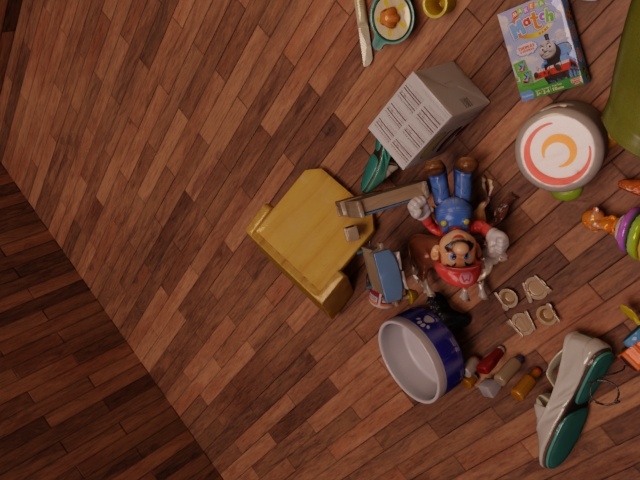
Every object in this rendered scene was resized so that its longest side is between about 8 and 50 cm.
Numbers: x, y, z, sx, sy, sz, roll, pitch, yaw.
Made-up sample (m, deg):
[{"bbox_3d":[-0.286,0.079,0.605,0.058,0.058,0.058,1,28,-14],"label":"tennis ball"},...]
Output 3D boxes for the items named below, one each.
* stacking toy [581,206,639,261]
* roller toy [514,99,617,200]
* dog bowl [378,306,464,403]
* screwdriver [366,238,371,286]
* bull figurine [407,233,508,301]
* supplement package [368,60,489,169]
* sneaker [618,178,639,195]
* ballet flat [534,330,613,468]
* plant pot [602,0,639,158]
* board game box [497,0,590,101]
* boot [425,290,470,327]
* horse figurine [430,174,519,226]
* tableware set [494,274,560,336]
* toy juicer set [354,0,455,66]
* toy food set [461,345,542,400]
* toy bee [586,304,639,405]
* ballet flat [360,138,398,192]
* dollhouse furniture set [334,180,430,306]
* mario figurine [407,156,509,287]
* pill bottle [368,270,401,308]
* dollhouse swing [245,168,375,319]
[{"bbox_3d":[0.712,-0.010,1.532,0.301,0.165,0.175,25,136,46],"label":"stacking toy"},{"bbox_3d":[0.547,-0.217,1.571,0.191,0.146,0.209,37,124,12],"label":"roller toy"},{"bbox_3d":[0.288,0.329,2.020,0.265,0.104,0.265,42,146,38],"label":"dog bowl"},{"bbox_3d":[0.150,0.070,2.144,0.025,0.024,0.170,-151,55,-65],"label":"screwdriver"},{"bbox_3d":[0.371,0.062,1.875,0.310,0.101,0.189,7,101,42],"label":"bull figurine"},{"bbox_3d":[0.269,-0.312,1.741,0.149,0.194,0.203,52,134,12],"label":"supplement package"},{"bbox_3d":[0.739,-0.119,1.516,0.175,0.064,0.067,11,96,33],"label":"sneaker"},{"bbox_3d":[0.629,0.403,1.806,0.139,0.139,0.400,28,121,30],"label":"ballet flat"},{"bbox_3d":[0.700,-0.328,1.275,0.366,0.366,0.353,37,140,24],"label":"plant pot"},{"bbox_3d":[0.502,-0.437,1.580,0.160,0.039,0.212,-10,101,50],"label":"board game box"},{"bbox_3d":[0.360,0.195,1.975,0.045,0.121,0.099,-56,40,26],"label":"boot"},{"bbox_3d":[0.381,-0.090,1.832,0.263,0.066,0.175,15,111,40],"label":"horse figurine"},{"bbox_3d":[0.545,0.174,1.835,0.168,0.020,0.141,-33,86,45],"label":"tableware set"},{"bbox_3d":[0.169,-0.601,1.775,0.329,0.089,0.209,-22,93,45],"label":"toy juicer set"},{"bbox_3d":[0.488,0.361,1.940,0.111,0.104,0.232,57,154,-13],"label":"toy food set"},{"bbox_3d":[0.744,0.236,1.619,0.298,0.162,0.195,-26,81,20],"label":"toy bee"},{"bbox_3d":[0.181,-0.234,1.924,0.083,0.087,0.247,-108,29,-61],"label":"ballet flat"},{"bbox_3d":[0.201,0.010,1.939,0.286,0.198,0.303,-166,60,-78],"label":"dollhouse furniture set"},{"bbox_3d":[0.338,-0.045,1.713,0.198,0.170,0.321,-10,83,42],"label":"mario figurine"},{"bbox_3d":[0.194,0.120,2.077,0.086,0.086,0.152,26,124,31],"label":"pill bottle"},{"bbox_3d":[0.000,0.000,2.215,0.347,0.305,0.315,42,172,20],"label":"dollhouse swing"}]
